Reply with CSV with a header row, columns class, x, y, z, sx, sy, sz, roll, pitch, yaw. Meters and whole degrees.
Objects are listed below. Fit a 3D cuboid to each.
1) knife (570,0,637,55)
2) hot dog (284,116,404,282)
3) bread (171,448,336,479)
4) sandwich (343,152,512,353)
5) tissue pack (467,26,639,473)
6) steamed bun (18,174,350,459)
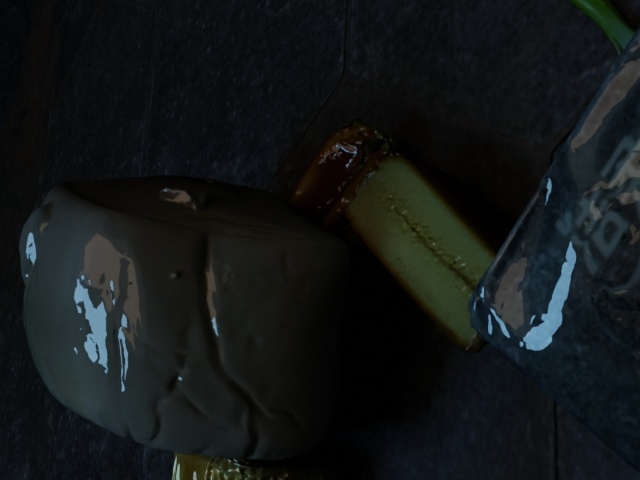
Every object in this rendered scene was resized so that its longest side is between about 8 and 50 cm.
class,x,y,z,sx,sy,sz,roll,pitch,yaw
knife,0.208,-0.163,0.685,0.166,0.022,0.078,-110,34,-41
hot dog,0.000,0.000,0.912,0.269,0.072,0.115,-53,39,35
bread,-0.068,0.245,0.881,0.190,0.132,0.114,-10,73,59
sandwich,0.108,0.012,0.731,0.090,0.088,0.244,-57,32,15
tissue pack,0.244,0.041,0.404,0.315,0.103,0.228,42,117,31
steamed bun,-0.156,0.061,0.862,0.383,0.236,0.247,23,107,56
